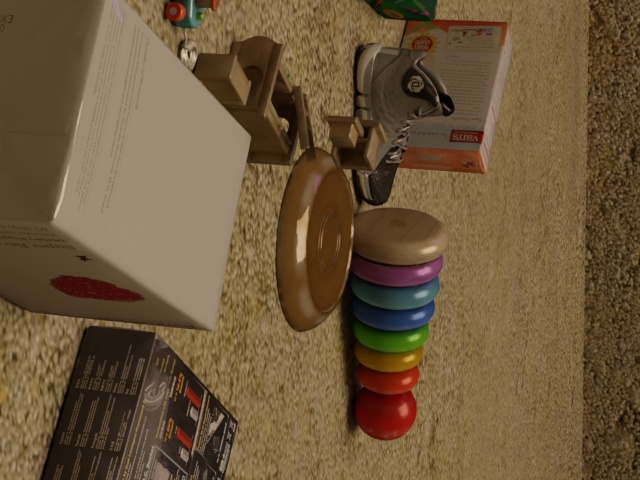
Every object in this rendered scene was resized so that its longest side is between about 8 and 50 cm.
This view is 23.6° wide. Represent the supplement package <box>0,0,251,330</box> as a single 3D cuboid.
[{"bbox_3d":[-0.191,-0.054,1.144,0.293,0.177,0.175,44,53,-65],"label":"supplement package"}]

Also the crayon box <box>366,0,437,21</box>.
[{"bbox_3d":[0.114,-0.455,2.086,0.165,0.081,0.278,21,75,-71],"label":"crayon box"}]

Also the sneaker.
[{"bbox_3d":[0.117,-0.153,2.088,0.086,0.132,0.228,-43,134,-63],"label":"sneaker"}]

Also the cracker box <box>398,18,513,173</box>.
[{"bbox_3d":[0.183,-0.213,2.234,0.067,0.156,0.232,67,34,-55],"label":"cracker box"}]

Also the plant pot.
[{"bbox_3d":[0.000,0.000,1.942,0.236,0.032,0.236,5,90,-70],"label":"plant pot"}]

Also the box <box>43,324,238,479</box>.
[{"bbox_3d":[-0.178,0.266,1.418,0.242,0.076,0.307,58,40,-60],"label":"box"}]

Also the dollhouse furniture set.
[{"bbox_3d":[-0.022,-0.166,1.635,0.182,0.161,0.101,62,37,-59],"label":"dollhouse furniture set"}]

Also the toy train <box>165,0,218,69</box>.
[{"bbox_3d":[-0.104,-0.258,1.552,0.125,0.046,0.166,71,29,-49],"label":"toy train"}]

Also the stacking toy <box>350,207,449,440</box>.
[{"bbox_3d":[0.098,0.127,2.134,0.141,0.141,0.330,-50,146,-60],"label":"stacking toy"}]
